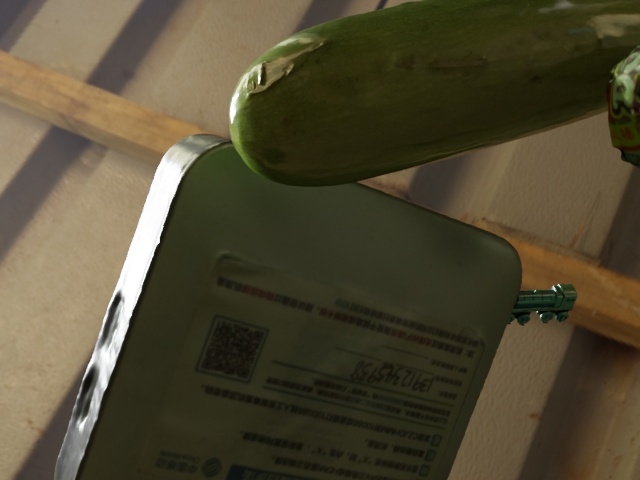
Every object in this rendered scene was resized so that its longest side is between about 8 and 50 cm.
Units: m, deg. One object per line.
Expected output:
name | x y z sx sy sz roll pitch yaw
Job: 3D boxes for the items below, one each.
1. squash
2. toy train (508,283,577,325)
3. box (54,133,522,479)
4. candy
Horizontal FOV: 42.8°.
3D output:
squash | 0.111 -0.121 0.580 0.370 0.118 0.118 -13 -115 10
toy train | 0.235 0.070 0.896 0.092 0.045 0.029 -1 -136 -9
box | -0.020 0.132 0.815 0.395 0.111 0.397 19 -86 -26
candy | 0.299 -0.018 0.496 0.305 0.083 0.091 35 -89 -12
